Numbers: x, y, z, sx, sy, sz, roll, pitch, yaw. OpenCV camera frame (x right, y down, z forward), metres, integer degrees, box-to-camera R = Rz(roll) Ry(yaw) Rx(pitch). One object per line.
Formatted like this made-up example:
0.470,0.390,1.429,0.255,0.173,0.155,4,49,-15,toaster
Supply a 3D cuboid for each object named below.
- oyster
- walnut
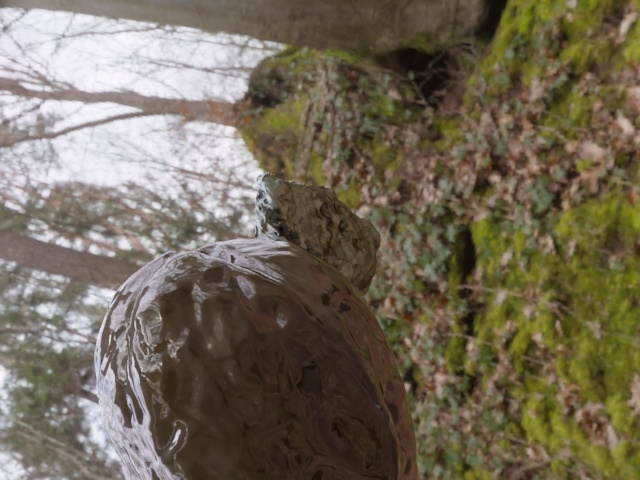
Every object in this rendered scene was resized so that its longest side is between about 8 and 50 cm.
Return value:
0.000,-0.001,0.629,0.037,0.100,0.098,-131,43,-71,oyster
-0.027,0.107,0.479,0.178,0.178,0.230,-23,-90,-60,walnut
